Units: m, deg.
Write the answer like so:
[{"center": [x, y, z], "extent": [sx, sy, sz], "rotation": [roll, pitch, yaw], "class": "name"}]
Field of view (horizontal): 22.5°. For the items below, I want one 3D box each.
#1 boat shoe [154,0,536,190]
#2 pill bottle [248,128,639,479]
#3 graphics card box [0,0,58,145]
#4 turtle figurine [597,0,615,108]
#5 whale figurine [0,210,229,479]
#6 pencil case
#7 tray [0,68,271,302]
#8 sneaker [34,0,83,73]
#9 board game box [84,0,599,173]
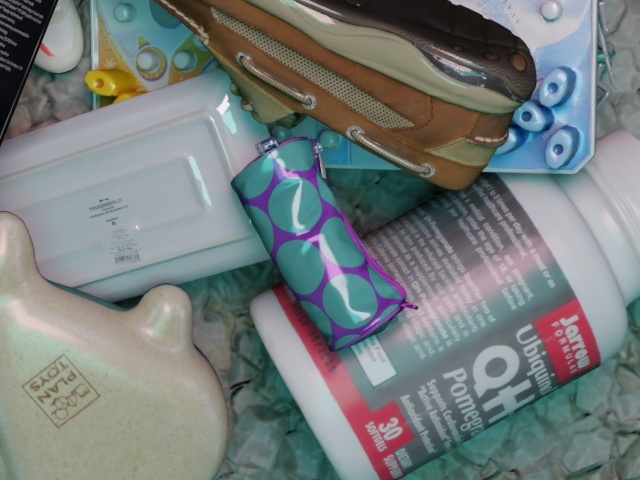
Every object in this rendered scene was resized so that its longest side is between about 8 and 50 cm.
[{"center": [-0.018, -0.131, 1.090], "extent": [0.324, 0.122, 0.120], "rotation": [28, 120, 16], "class": "boat shoe"}, {"center": [0.121, 0.046, 1.227], "extent": [0.318, 0.176, 0.176], "rotation": [-29, 100, -2], "class": "pill bottle"}, {"center": [-0.321, -0.126, 1.120], "extent": [0.233, 0.094, 0.371], "rotation": [22, 90, 27], "class": "graphics card box"}, {"center": [0.177, -0.194, 1.221], "extent": [0.118, 0.175, 0.234], "rotation": [11, 88, 10], "class": "turtle figurine"}, {"center": [-0.190, 0.096, 1.203], "extent": [0.216, 0.141, 0.272], "rotation": [-39, 111, 2], "class": "whale figurine"}, {"center": [0.000, 0.000, 1.116], "extent": [0.070, 0.064, 0.152], "rotation": [-32, 83, 10], "class": "pencil case"}, {"center": [-0.155, -0.024, 1.202], "extent": [0.270, 0.030, 0.145], "rotation": [-16, 101, 22], "class": "tray"}, {"center": [-0.221, -0.200, 1.203], "extent": [0.057, 0.075, 0.161], "rotation": [-17, 99, -4], "class": "sneaker"}, {"center": [0.002, -0.244, 1.155], "extent": [0.390, 0.050, 0.390], "rotation": [2, 99, 19], "class": "board game box"}]
